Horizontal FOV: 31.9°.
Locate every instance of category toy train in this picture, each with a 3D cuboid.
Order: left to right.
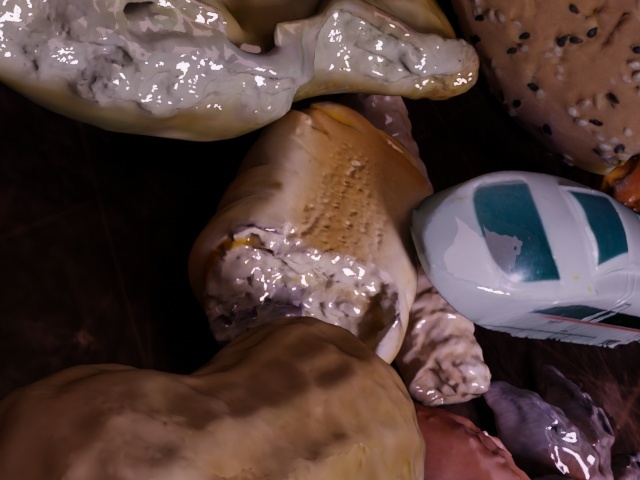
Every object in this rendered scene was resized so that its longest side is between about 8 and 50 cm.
[{"bbox_3d":[0.175,0.016,0.738,0.407,0.088,0.086,13,59,-62],"label":"toy train"}]

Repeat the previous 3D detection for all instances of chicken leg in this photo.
[{"bbox_3d":[0.338,-0.028,1.044,0.304,0.093,0.113,11,47,-51],"label":"chicken leg"}]

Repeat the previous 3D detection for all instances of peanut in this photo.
[{"bbox_3d":[-0.055,0.113,0.432,0.291,0.143,0.159,-36,111,-55],"label":"peanut"}]

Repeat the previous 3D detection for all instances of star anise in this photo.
[{"bbox_3d":[0.169,0.161,0.736,0.208,0.063,0.172,-2,66,-50],"label":"star anise"}]

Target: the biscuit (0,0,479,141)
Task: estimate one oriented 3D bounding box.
[{"bbox_3d":[-0.062,-0.144,0.591,0.335,0.078,0.329,27,38,-14],"label":"biscuit"}]

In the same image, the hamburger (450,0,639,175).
[{"bbox_3d":[0.241,-0.235,0.877,0.277,0.318,0.195,42,38,8],"label":"hamburger"}]

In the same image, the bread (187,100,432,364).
[{"bbox_3d":[0.000,0.000,0.611,0.119,0.084,0.177,33,43,-8],"label":"bread"}]

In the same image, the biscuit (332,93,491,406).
[{"bbox_3d":[0.053,-0.003,0.703,0.055,0.061,0.219,-6,72,-30],"label":"biscuit"}]

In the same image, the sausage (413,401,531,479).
[{"bbox_3d":[0.139,0.205,0.604,0.304,0.078,0.078,48,33,20],"label":"sausage"}]
